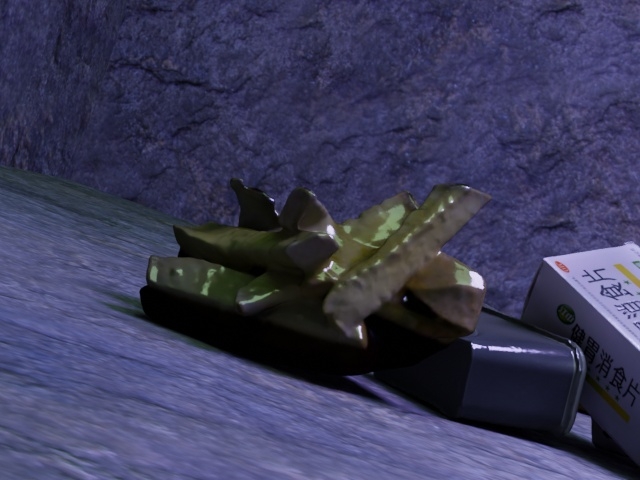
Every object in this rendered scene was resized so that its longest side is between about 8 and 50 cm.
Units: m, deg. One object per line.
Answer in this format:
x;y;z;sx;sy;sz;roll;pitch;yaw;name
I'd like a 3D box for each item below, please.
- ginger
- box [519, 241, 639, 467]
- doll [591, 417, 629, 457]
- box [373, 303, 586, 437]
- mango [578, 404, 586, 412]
0.000;0.000;1.862;0.414;0.211;0.358;9;20;2;ginger
0.425;0.156;1.927;0.173;0.145;0.333;-10;39;-30;box
0.444;0.254;2.009;0.192;0.095;0.149;15;16;-13;doll
0.196;0.159;1.946;0.178;0.138;0.274;9;4;-30;box
0.461;0.250;2.480;0.184;0.084;0.102;23;0;-29;mango
